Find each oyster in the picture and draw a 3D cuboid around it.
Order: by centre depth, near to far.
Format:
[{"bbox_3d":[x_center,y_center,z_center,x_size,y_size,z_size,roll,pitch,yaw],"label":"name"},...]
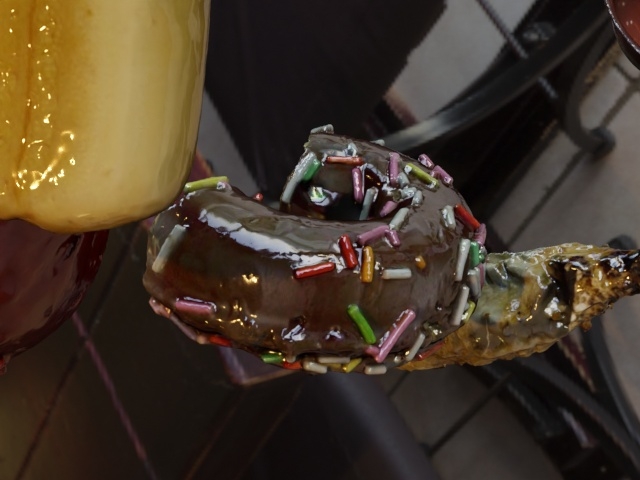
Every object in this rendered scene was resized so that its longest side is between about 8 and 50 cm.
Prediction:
[{"bbox_3d":[0.174,0.061,1.097,0.345,0.078,0.129,-16,88,39],"label":"oyster"}]

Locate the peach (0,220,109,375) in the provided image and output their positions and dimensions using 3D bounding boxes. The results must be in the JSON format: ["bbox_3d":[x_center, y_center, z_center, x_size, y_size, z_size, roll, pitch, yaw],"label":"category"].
[{"bbox_3d":[-0.285,-0.075,0.603,0.370,0.370,0.370,16,110,48],"label":"peach"}]

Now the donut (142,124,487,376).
[{"bbox_3d":[0.022,0.006,1.010,0.259,0.345,0.136,21,119,26],"label":"donut"}]

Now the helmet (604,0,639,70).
[{"bbox_3d":[0.347,-0.225,1.072,0.175,0.155,0.106,42,172,6],"label":"helmet"}]

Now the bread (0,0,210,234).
[{"bbox_3d":[-0.107,-0.093,0.448,0.134,0.085,0.173,9,97,11],"label":"bread"}]
